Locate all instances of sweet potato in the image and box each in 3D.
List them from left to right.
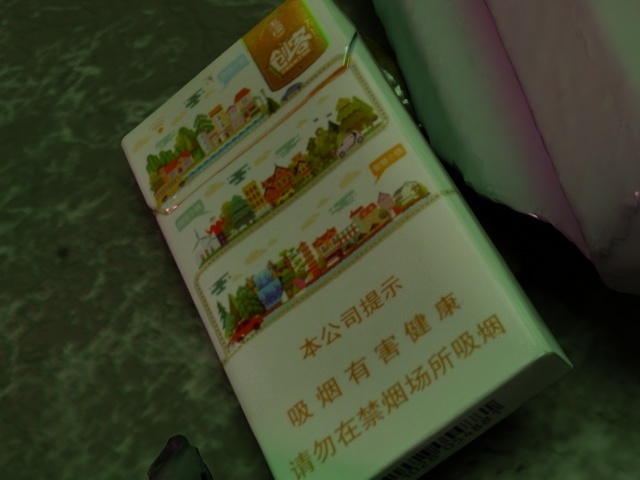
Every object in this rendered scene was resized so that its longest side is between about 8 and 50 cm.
[{"bbox_3d":[0.037,-0.049,0.662,0.054,0.053,0.182,1,38,-50],"label":"sweet potato"}]

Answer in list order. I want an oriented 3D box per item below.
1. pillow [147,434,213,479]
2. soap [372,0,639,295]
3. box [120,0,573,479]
[{"bbox_3d":[-0.027,0.237,0.341,0.228,0.101,0.326,-42,53,9],"label":"pillow"},{"bbox_3d":[0.172,-0.199,0.588,0.212,0.350,0.435,5,46,-24],"label":"soap"},{"bbox_3d":[0.000,0.000,0.599,0.122,0.032,0.220,-39,52,13],"label":"box"}]
